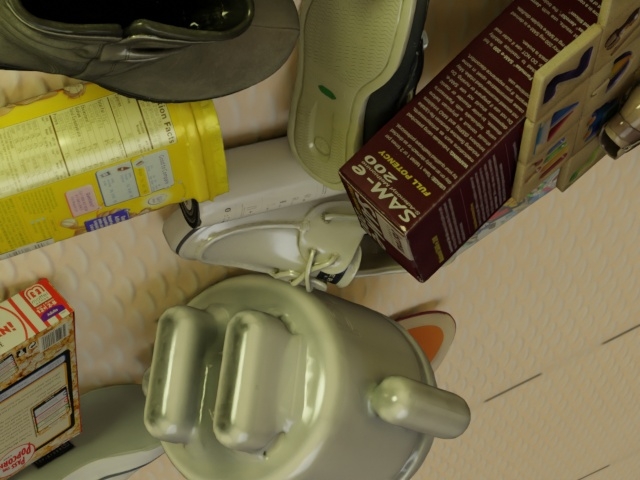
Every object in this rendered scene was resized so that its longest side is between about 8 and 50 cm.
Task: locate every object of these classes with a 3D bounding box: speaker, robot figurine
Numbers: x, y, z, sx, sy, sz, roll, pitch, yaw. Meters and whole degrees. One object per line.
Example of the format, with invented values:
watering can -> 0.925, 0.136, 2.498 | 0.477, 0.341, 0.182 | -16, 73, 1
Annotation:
speaker -> -0.038, -0.049, 1.099 | 0.136, 0.055, 0.055 | -15, 154, -19
robot figurine -> -0.017, 0.146, 1.336 | 0.300, 0.199, 0.353 | 6, 171, 30

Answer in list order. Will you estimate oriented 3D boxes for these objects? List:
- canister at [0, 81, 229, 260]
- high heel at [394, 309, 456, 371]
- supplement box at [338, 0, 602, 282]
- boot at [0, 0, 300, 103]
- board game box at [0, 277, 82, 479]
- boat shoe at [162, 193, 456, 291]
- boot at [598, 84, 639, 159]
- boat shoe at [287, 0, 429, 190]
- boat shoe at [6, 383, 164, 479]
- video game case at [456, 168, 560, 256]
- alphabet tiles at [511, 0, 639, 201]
canister -> -0.154, -0.055, 0.965 | 0.170, 0.073, 0.126 | -18, 155, -8
high heel -> 0.045, 0.149, 1.585 | 0.244, 0.082, 0.117 | -42, -175, 7
supplement box -> 0.128, -0.089, 1.041 | 0.239, 0.073, 0.130 | -45, 161, -6
boot -> -0.082, -0.118, 0.795 | 0.247, 0.083, 0.161 | -2, -174, -37
board game box -> -0.271, 0.135, 1.196 | 0.147, 0.045, 0.193 | -32, 152, -28
boat shoe -> 0.000, 0.000, 1.192 | 0.268, 0.088, 0.096 | -2, 148, -39
boot -> 0.248, -0.093, 1.081 | 0.087, 0.042, 0.118 | -41, 159, 4
boat shoe -> 0.034, -0.131, 0.991 | 0.079, 0.084, 0.233 | -38, 160, -29
boat shoe -> -0.237, 0.214, 1.357 | 0.258, 0.095, 0.084 | -19, 142, -40
video game case -> 0.144, -0.032, 1.344 | 0.166, 0.015, 0.119 | -36, 153, 26
alphabet tiles -> 0.265, -0.171, 1.032 | 0.342, 0.011, 0.285 | -40, 159, -15
